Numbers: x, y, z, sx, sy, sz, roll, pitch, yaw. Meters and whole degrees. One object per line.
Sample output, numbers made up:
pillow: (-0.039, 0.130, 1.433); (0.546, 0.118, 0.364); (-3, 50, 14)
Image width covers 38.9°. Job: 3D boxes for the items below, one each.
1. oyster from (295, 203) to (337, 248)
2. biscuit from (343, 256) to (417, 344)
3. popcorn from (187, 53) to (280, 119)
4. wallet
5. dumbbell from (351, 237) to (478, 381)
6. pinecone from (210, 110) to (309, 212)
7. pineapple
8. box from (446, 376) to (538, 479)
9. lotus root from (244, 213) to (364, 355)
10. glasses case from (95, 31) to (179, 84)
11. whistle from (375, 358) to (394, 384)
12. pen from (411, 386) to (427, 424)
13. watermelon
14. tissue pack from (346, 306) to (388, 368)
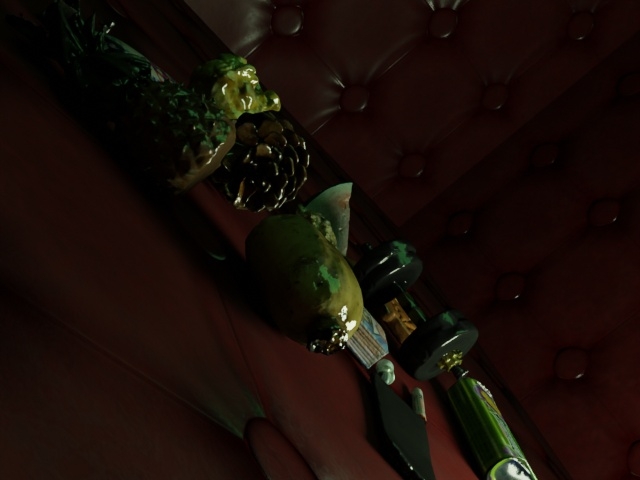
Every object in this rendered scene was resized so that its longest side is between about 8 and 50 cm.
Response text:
oyster: (0.006, 0.007, 2.031); (0.133, 0.072, 0.209); (42, 13, -28)
biscuit: (0.157, 0.149, 2.276); (0.306, 0.043, 0.284); (47, 9, -18)
popcorn: (-0.191, -0.292, 1.892); (0.185, 0.187, 0.167); (40, 17, -8)
wallet: (0.139, 0.323, 1.501); (0.146, 0.030, 0.285); (51, 9, -13)
dumbbell: (0.205, 0.154, 2.049); (0.388, 0.185, 0.185); (53, 9, 24)
pinecone: (-0.120, -0.140, 1.685); (0.179, 0.184, 0.204); (57, 31, -19)
pineapple: (-0.292, -0.222, 1.300); (0.364, 0.165, 0.165); (41, 9, -4)
box: (0.377, 0.436, 1.997); (0.134, 0.097, 0.345); (48, 9, -18)
lotus root: (-0.024, 0.065, 1.386); (0.160, 0.146, 0.284); (22, 27, -34)
glasses case: (-0.297, -0.260, 1.593); (0.125, 0.076, 0.327); (57, 11, 28)
whistle: (0.121, 0.249, 1.703); (0.035, 0.035, 0.100); (49, 10, -8)
pen: (0.192, 0.322, 1.780); (0.026, 0.026, 0.218); (50, 8, -3)
watermelon: (0.001, -0.041, 2.313); (0.207, 0.136, 0.202); (107, -12, -69)
tissue pack: (0.058, 0.150, 1.696); (0.155, 0.065, 0.115); (48, 9, -10)
